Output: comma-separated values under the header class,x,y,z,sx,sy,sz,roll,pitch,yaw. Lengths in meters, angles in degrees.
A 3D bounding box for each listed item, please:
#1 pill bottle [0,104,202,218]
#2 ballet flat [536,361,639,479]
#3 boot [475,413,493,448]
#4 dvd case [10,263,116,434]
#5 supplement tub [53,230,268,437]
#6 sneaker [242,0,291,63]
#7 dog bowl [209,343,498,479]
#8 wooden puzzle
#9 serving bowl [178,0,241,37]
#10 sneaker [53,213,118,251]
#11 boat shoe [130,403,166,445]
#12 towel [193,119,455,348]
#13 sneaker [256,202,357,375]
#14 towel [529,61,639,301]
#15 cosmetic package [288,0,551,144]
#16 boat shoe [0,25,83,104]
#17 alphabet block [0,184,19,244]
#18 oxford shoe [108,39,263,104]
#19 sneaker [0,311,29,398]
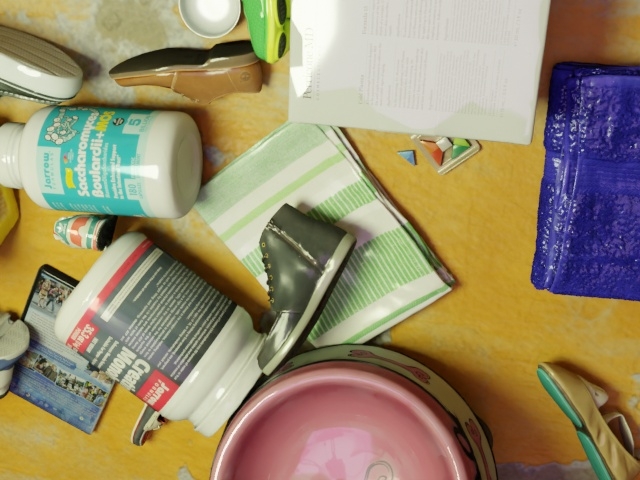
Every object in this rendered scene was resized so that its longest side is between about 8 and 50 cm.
class,x,y,z,sx,sy,sz,roll,pitch,yaw
pill bottle,-0.304,-0.109,1.216,0.264,0.146,0.146,4,114,11
ballet flat,0.384,0.248,1.264,0.073,0.080,0.232,-34,106,-5
boot,0.102,0.289,1.337,0.305,0.112,0.115,8,139,10
dvd case,-0.405,0.178,1.433,0.180,0.022,0.253,29,116,1
supplement tub,-0.220,0.134,1.277,0.272,0.191,0.191,37,116,-4
sneaker,-0.102,-0.361,1.091,0.123,0.109,0.296,-9,107,26
dog bowl,0.032,0.340,1.188,0.408,0.150,0.408,-1,82,10
wooden puzzle,0.163,-0.130,1.172,0.078,0.014,0.116,44,115,-8
serving bowl,-0.140,-0.306,1.158,0.083,0.027,0.083,5,115,11
sneaker,-0.333,-0.016,1.259,0.075,0.161,0.057,13,90,-7
boat shoe,-0.266,0.279,1.431,0.043,0.049,0.137,25,111,-1
towel,0.000,0.000,1.253,0.248,0.038,0.325,-35,102,24
sneaker,-0.052,0.066,1.218,0.118,0.083,0.222,29,91,10
towel,0.388,-0.063,1.114,0.227,0.076,0.308,6,114,12
cosmetic package,0.113,-0.309,0.988,0.284,0.097,0.377,6,114,8
boat shoe,-0.475,-0.234,1.223,0.335,0.121,0.119,21,112,15
alphabet block,-0.570,-0.055,1.249,0.197,0.193,0.192,11,137,8
oxford shoe,-0.179,-0.214,1.186,0.212,0.076,0.076,0,126,14
sneaker,-0.619,0.178,1.420,0.315,0.127,0.182,22,121,8
